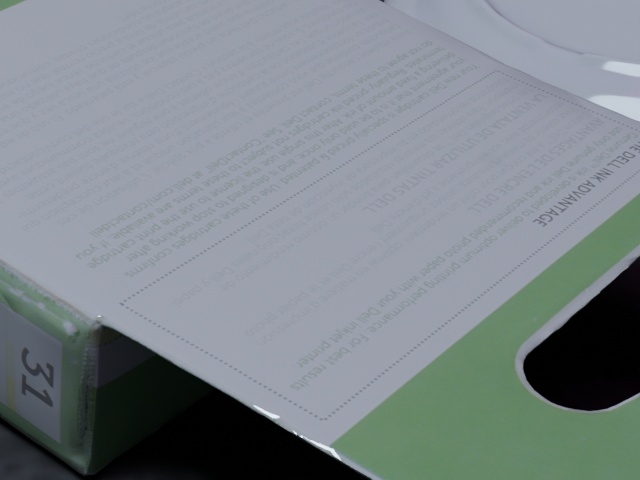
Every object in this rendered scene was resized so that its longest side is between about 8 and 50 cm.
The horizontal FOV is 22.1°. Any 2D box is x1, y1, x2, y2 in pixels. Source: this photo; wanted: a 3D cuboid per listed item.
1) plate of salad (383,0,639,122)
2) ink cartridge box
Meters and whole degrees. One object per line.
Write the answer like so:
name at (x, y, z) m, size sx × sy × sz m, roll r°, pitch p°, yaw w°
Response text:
plate of salad at (0.120, -0.070, 0.543) m, size 0.199 × 0.048 × 0.200 m, roll -4°, pitch 33°, yaw 2°
ink cartridge box at (0.000, 0.000, 0.412) m, size 0.235 × 0.056 × 0.171 m, roll 30°, pitch 41°, yaw 25°
